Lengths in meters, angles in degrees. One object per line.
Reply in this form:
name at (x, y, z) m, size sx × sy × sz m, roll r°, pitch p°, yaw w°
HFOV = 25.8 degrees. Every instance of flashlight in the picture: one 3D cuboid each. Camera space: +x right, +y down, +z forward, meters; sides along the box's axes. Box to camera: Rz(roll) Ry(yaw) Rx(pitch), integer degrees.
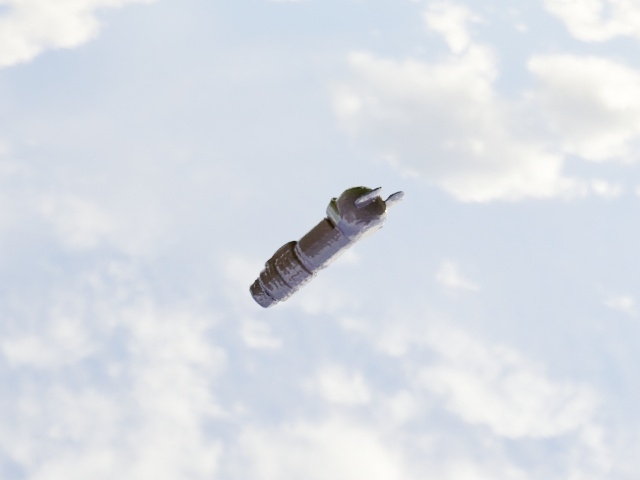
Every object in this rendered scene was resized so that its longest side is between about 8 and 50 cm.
flashlight at (0.000, 0.000, 0.833) m, size 0.031 × 0.110 × 0.052 m, roll 57°, pitch -159°, yaw 17°
